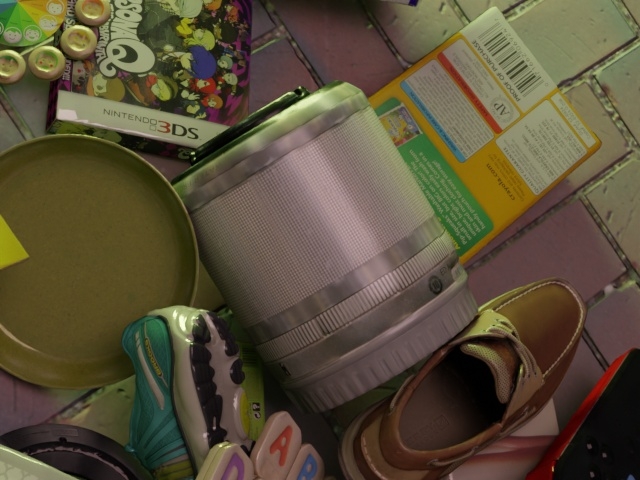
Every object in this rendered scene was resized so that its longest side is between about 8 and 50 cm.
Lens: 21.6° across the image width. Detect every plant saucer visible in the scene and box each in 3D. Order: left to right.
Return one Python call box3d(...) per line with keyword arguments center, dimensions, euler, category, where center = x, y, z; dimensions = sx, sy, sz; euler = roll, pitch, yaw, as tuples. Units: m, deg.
box3d(center=(-0.232, 0.019, 1.571), dimensions=(0.241, 0.037, 0.241), euler=(0, 97, 2), category="plant saucer")

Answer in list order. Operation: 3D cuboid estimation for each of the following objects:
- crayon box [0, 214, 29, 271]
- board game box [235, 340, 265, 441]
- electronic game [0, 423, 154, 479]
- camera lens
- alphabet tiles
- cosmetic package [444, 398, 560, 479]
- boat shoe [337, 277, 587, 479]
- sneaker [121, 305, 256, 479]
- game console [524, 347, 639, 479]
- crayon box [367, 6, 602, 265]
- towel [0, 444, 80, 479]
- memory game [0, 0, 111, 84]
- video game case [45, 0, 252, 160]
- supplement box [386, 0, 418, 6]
box3d(center=(-0.445, 0.019, 1.477), dimensions=(0.318, 0.081, 0.202), euler=(-26, 73, -32), category="crayon box")
box3d(center=(-0.102, 0.189, 1.632), dimensions=(0.092, 0.043, 0.181), euler=(6, 69, -25), category="board game box")
box3d(center=(-0.240, 0.280, 1.525), dimensions=(0.229, 0.048, 0.229), euler=(9, 68, -22), category="electronic game")
box3d(center=(0.000, 0.000, 1.617), dimensions=(0.219, 0.219, 0.274), euler=(-33, 94, -32), category="camera lens")
box3d(center=(-0.055, 0.311, 1.525), dimensions=(0.278, 0.021, 0.284), euler=(-64, 142, -29), category="alphabet tiles")
box3d(center=(0.171, 0.312, 1.676), dimensions=(0.153, 0.129, 0.296), euler=(-3, 73, -26), category="cosmetic package")
box3d(center=(0.157, 0.135, 1.591), dimensions=(0.123, 0.116, 0.324), euler=(47, 56, 4), category="boat shoe")
box3d(center=(-0.119, 0.195, 1.538), dimensions=(0.107, 0.110, 0.275), euler=(-15, 99, -58), category="sneaker")
box3d(center=(0.350, 0.339, 1.700), dimensions=(0.342, 0.060, 0.387), euler=(-38, 104, -52), category="game console")
box3d(center=(0.136, -0.092, 1.836), dimensions=(0.323, 0.083, 0.203), euler=(-38, 91, -33), category="crayon box")
box3d(center=(-0.326, 0.271, 1.358), dimensions=(0.331, 0.053, 0.317), euler=(23, 38, 7), category="towel")
box3d(center=(-0.302, -0.240, 1.677), dimensions=(0.186, 0.012, 0.186), euler=(3, 69, -7), category="memory game")
box3d(center=(-0.174, -0.202, 1.743), dimensions=(0.210, 0.042, 0.232), euler=(12, 67, -24), category="video game case")
box3d(center=(0.006, -0.340, 1.819), dimensions=(0.220, 0.114, 0.111), euler=(4, 30, -27), category="supplement box")
